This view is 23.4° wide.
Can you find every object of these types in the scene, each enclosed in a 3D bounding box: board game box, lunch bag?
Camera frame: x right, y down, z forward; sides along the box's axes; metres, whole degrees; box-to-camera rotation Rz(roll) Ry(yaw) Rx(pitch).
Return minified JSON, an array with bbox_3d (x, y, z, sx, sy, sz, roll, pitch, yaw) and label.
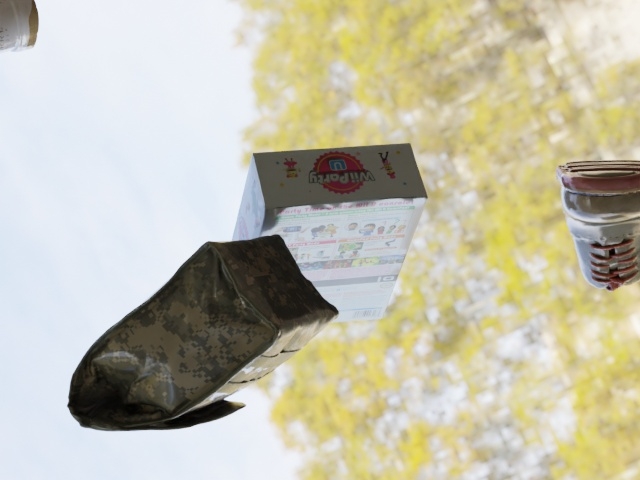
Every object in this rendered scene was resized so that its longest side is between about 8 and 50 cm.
[{"bbox_3d":[0.000,0.000,2.114,0.303,0.224,0.097,108,153,-54],"label":"board game box"},{"bbox_3d":[-0.153,0.137,1.902,0.169,0.287,0.235,53,-164,10],"label":"lunch bag"}]

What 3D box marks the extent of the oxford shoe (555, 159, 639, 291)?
[{"bbox_3d":[0.310,-0.013,1.564,0.348,0.123,0.130,8,-95,-71],"label":"oxford shoe"}]

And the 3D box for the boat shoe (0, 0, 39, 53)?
[{"bbox_3d":[-0.394,-0.301,1.604,0.096,0.098,0.277,-20,-119,-31],"label":"boat shoe"}]
